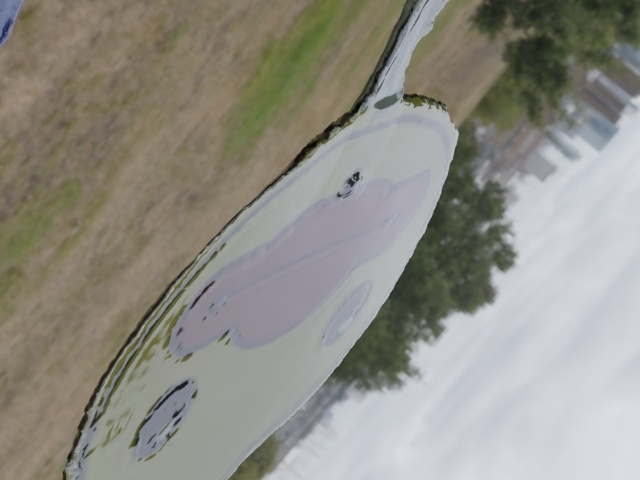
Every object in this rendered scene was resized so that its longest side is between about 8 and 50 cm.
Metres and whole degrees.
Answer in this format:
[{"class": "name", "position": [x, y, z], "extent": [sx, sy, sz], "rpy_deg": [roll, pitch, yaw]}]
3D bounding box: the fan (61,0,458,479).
[{"class": "fan", "position": [-0.001, -0.001, 0.424], "extent": [0.229, 0.011, 0.335], "rpy_deg": [-27, 149, -51]}]

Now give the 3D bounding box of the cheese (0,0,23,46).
[{"class": "cheese", "position": [-0.309, -0.208, 0.696], "extent": [0.064, 0.250, 0.157], "rpy_deg": [-11, -124, 55]}]
